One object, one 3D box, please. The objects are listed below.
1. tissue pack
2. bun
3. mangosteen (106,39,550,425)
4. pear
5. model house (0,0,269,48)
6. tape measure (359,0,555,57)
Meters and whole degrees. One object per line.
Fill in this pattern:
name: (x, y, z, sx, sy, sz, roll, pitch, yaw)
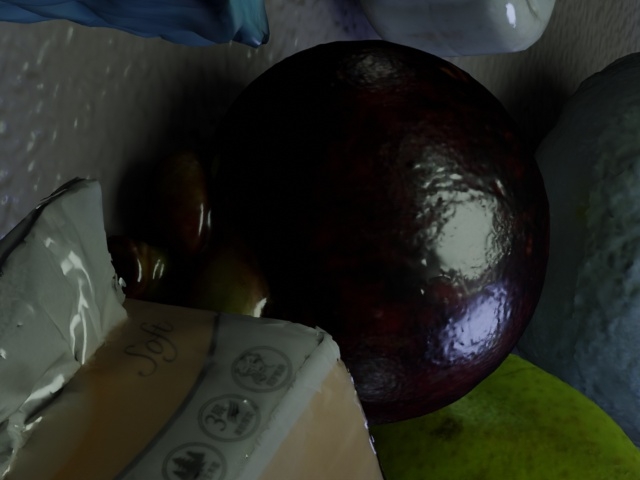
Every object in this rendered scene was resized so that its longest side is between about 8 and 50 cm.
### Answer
tissue pack: (-0.139, 0.141, 0.686, 0.305, 0.238, 0.238, -53, 139, -41)
bun: (0.279, 0.003, 1.396, 0.362, 0.211, 0.362, -13, 106, -56)
mangosteen: (0.000, 0.000, 0.936, 0.265, 0.228, 0.228, -12, 112, -16)
pear: (0.114, 0.221, 1.125, 0.139, 0.239, 0.288, -5, 100, -60)
model house: (-0.189, -0.238, 0.422, 0.297, 0.339, 0.360, 1, 90, -84)
tape measure: (0.090, -0.270, 1.095, 0.265, 0.130, 0.258, 51, 50, -45)
